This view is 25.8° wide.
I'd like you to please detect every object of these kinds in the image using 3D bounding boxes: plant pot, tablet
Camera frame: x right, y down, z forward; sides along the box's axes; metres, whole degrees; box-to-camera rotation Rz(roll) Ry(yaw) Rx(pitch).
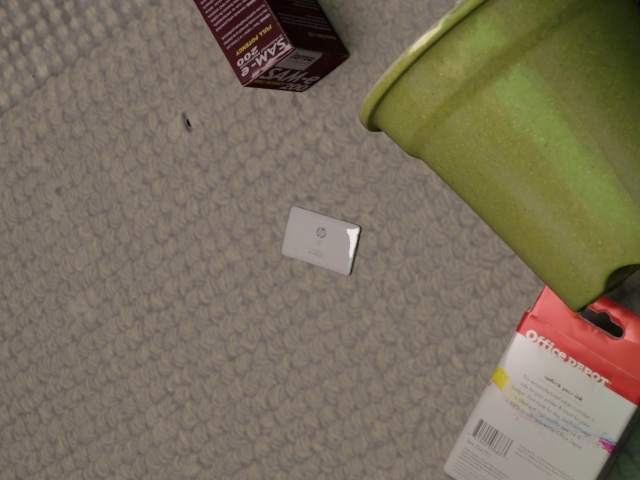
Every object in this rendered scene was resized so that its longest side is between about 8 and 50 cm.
[{"bbox_3d":[0.218,-0.087,1.211,0.276,0.276,0.254,-39,81,23],"label":"plant pot"},{"bbox_3d":[0.000,0.000,1.467,0.083,0.006,0.054,17,101,24],"label":"tablet"}]

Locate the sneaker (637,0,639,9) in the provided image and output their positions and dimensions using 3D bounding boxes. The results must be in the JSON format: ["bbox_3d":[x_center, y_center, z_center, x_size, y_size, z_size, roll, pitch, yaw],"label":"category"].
[{"bbox_3d":[0.313,-0.235,1.253,0.082,0.069,0.209,-1,101,40],"label":"sneaker"}]

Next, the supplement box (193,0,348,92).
[{"bbox_3d":[-0.080,-0.270,1.418,0.073,0.130,0.239,-35,77,24],"label":"supplement box"}]

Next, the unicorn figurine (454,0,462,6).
[{"bbox_3d":[0.151,-0.230,1.345,0.111,0.060,0.162,-20,62,41],"label":"unicorn figurine"}]

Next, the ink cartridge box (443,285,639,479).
[{"bbox_3d":[0.231,0.152,1.322,0.134,0.078,0.231,32,107,20],"label":"ink cartridge box"}]
